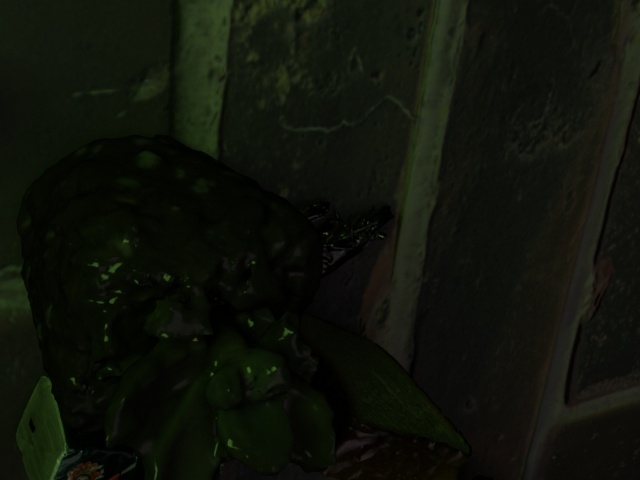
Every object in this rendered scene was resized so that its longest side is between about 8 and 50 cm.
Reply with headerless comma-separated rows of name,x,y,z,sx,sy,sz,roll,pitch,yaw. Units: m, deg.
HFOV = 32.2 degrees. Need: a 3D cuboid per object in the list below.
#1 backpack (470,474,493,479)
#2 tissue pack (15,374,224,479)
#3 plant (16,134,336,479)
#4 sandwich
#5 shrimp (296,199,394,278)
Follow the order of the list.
backpack,0.131,0.476,1.340,0.378,0.201,0.354,3,127,-29
tissue pack,-0.186,0.193,1.038,0.170,0.103,0.090,13,118,-36
plant,-0.105,0.062,0.865,0.215,0.312,0.213,-5,118,-25
sandwich,0.033,0.153,1.070,0.186,0.215,0.065,23,105,-42
shrimp,0.000,0.000,1.070,0.161,0.034,0.091,-30,129,-10
